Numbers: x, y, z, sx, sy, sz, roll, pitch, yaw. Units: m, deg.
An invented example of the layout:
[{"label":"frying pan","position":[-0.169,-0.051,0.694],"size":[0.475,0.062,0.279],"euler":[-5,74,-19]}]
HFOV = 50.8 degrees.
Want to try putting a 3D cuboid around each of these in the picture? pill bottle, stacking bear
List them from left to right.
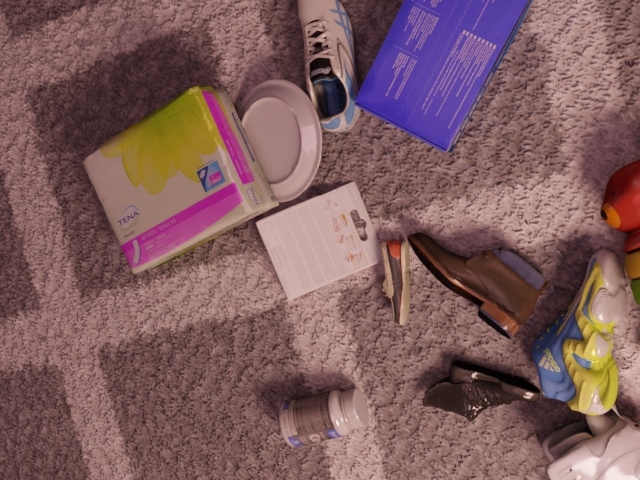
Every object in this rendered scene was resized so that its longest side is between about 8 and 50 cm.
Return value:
[{"label":"pill bottle","position":[0.007,0.295,1.132],"size":[0.137,0.078,0.078],"euler":[-19,91,19]},{"label":"stacking bear","position":[0.481,0.024,0.914],"size":[0.164,0.175,0.289],"euler":[-24,81,5]}]

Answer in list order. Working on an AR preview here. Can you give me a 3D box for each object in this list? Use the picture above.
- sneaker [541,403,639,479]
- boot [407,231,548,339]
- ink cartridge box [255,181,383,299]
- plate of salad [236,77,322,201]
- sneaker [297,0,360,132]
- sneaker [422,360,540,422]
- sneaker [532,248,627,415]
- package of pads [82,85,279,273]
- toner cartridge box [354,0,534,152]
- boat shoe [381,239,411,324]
[{"label":"sneaker","position":[0.401,0.411,0.998],"size":[0.210,0.137,0.366],"euler":[31,100,12]},{"label":"boot","position":[0.242,0.040,1.042],"size":[0.219,0.082,0.106],"euler":[43,85,12]},{"label":"ink cartridge box","position":[0.000,0.000,1.127],"size":[0.179,0.045,0.145],"euler":[-23,89,0]},{"label":"plate of salad","position":[-0.069,-0.163,1.104],"size":[0.199,0.048,0.200],"euler":[9,104,38]},{"label":"sneaker","position":[0.010,-0.288,1.053],"size":[0.085,0.086,0.237],"euler":[-11,92,20]},{"label":"sneaker","position":[0.252,0.248,1.067],"size":[0.170,0.051,0.089],"euler":[15,102,20]},{"label":"sneaker","position":[0.370,0.128,0.991],"size":[0.126,0.091,0.240],"euler":[-3,70,47]},{"label":"package of pads","position":[-0.243,-0.101,1.125],"size":[0.296,0.101,0.229],"euler":[-25,89,29]},{"label":"toner cartridge box","position":[0.203,-0.320,0.993],"size":[0.165,0.075,0.348],"euler":[30,105,10]},{"label":"boat shoe","position":[0.120,0.067,1.083],"size":[0.043,0.049,0.137],"euler":[0,95,20]}]
